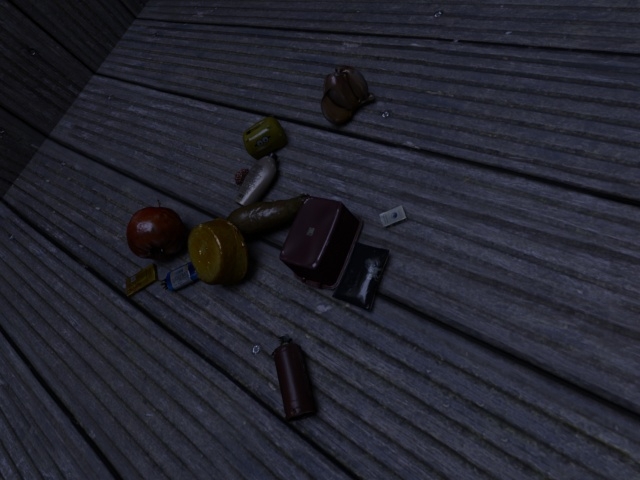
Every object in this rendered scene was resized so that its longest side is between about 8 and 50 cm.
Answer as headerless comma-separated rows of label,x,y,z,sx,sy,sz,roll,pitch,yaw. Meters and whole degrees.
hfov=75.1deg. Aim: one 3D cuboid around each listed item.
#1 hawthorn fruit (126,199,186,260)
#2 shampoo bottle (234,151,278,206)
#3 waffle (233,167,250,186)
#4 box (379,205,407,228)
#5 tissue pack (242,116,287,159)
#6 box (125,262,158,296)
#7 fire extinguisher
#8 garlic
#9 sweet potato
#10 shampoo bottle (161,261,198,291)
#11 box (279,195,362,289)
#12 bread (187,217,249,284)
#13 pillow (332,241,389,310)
hawthorn fruit,-0.684,-0.057,1.742,0.241,0.242,0.272,-25,55,14
shampoo bottle,-0.254,-0.250,1.703,0.127,0.078,0.257,24,81,38
waffle,-0.324,-0.266,1.748,0.029,0.075,0.083,30,68,28
box,0.246,-0.078,1.404,0.083,0.024,0.054,-22,56,16
tissue pack,-0.242,-0.437,1.761,0.178,0.127,0.123,-28,55,11
box,-0.769,0.171,1.789,0.156,0.022,0.089,-32,55,10
fire extinguisher,-0.091,0.412,1.294,0.104,0.105,0.269,-26,58,13
garlic,0.083,-0.585,1.659,0.214,0.191,0.160,-41,29,17
sweet potato,-0.196,-0.095,1.561,0.422,0.130,0.131,-13,61,28
shampoo bottle,-0.562,0.147,1.680,0.182,0.050,0.087,-24,60,14
box,0.000,0.000,1.403,0.193,0.167,0.294,14,73,29
bread,-0.377,0.041,1.539,0.268,0.145,0.269,8,102,40
pillow,0.135,0.111,1.346,0.141,0.055,0.209,16,76,31
